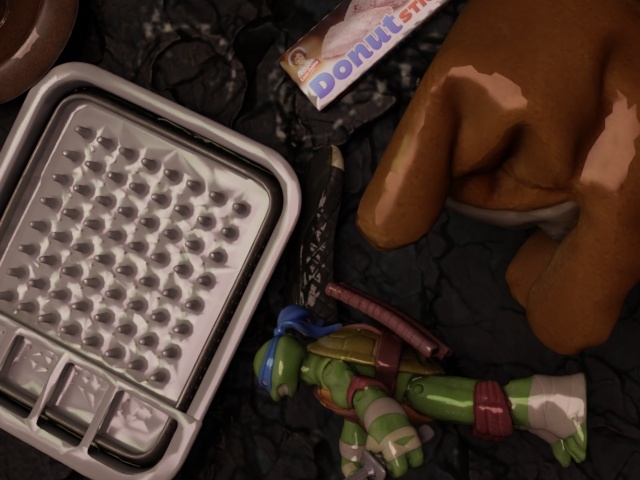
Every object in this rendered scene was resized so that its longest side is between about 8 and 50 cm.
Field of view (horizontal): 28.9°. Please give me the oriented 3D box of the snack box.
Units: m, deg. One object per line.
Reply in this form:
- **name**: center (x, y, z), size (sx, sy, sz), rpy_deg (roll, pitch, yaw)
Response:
- **snack box**: center (0.048, -0.197, 1.122), size (0.178, 0.022, 0.064), rpy_deg (-41, 81, 7)

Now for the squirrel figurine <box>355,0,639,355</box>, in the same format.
- **squirrel figurine**: center (0.277, -0.089, 0.945), size (0.371, 0.281, 0.396), rpy_deg (27, 95, 6)

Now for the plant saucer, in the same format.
- **plant saucer**: center (-0.302, -0.207, 1.165), size (0.169, 0.029, 0.168), rpy_deg (-12, 64, 25)

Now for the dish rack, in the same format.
- **dish rack**: center (-0.188, 0.032, 1.136), size (0.286, 0.072, 0.332), rpy_deg (26, 92, 14)

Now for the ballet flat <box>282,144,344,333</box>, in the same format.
- **ballet flat**: center (0.000, 0.000, 1.116), size (0.049, 0.057, 0.173), rpy_deg (8, 89, -27)

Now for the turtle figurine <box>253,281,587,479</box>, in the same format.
- **turtle figurine**: center (0.074, 0.178, 1.005), size (0.266, 0.197, 0.274), rpy_deg (2, 46, 4)
